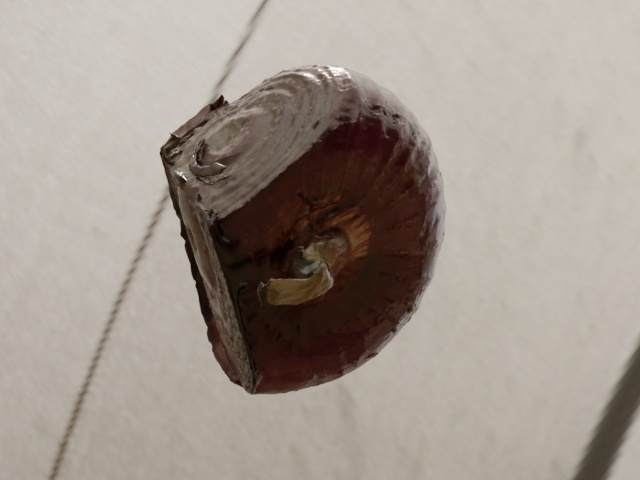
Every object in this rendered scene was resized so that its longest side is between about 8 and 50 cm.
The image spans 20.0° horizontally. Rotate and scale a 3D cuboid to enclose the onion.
[{"bbox_3d":[-0.003,-0.011,1.546,0.230,0.272,0.256,-23,-39,-16],"label":"onion"}]
